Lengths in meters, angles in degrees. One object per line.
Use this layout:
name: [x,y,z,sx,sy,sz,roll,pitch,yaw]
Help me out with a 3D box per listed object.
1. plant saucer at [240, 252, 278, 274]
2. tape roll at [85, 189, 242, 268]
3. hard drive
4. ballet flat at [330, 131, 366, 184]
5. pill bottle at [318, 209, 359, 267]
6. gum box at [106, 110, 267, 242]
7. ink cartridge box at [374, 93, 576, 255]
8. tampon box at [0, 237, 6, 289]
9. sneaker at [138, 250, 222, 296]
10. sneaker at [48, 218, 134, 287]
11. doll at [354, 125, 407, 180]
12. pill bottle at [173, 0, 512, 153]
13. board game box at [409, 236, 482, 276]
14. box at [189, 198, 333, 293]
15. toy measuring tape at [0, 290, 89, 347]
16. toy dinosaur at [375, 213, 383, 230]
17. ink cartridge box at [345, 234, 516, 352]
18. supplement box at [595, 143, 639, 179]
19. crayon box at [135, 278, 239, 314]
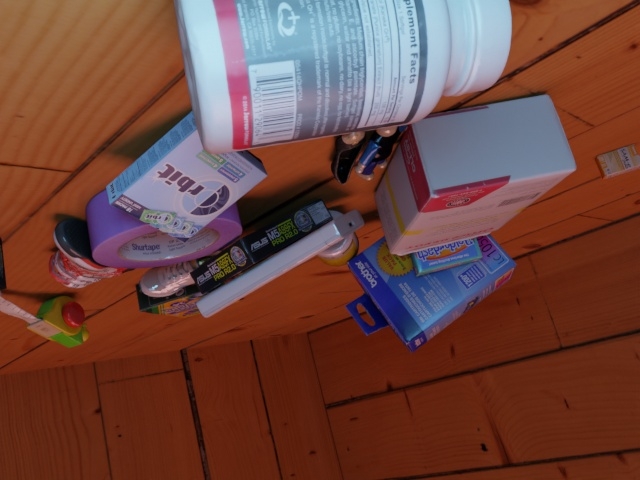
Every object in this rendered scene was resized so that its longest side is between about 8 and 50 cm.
plant saucer: [-0.142,0.038,1.587,0.188,0.045,0.188,-8,164,-27]
tape roll: [-0.290,-0.031,1.092,0.274,0.090,0.275,-14,166,-3]
hard drive: [-0.081,0.046,1.281,0.352,0.047,0.233,-30,180,18]
ballet flat: [0.054,-0.154,1.045,0.057,0.049,0.173,-15,166,-10]
pill bottle: [0.036,0.003,1.487,0.117,0.117,0.215,-16,165,6]
gum box: [-0.199,-0.089,0.879,0.184,0.041,0.157,-36,144,15]
ink cartridge box: [0.287,-0.116,1.197,0.278,0.161,0.385,-12,165,-9]
tampon box: [-0.619,0.030,0.967,0.120,0.102,0.161,-11,166,-12]
sneaker: [-0.346,0.075,1.470,0.228,0.088,0.092,-17,160,-19]
sneaker: [-0.487,0.037,1.150,0.144,0.090,0.270,-18,168,5]
doll: [0.103,-0.164,1.024,0.129,0.046,0.189,-44,172,-15]
pill bottle: [0.022,-0.198,0.595,0.318,0.177,0.176,-11,165,-13]
board game box: [0.280,-0.034,1.404,0.160,0.211,0.047,-14,166,-5]
box: [-0.128,0.011,1.292,0.216,0.060,0.270,-29,-179,45]
toy measuring tape: [-0.712,0.173,1.491,0.121,0.122,0.330,-18,143,14]
toy dinosaur: [0.214,-0.044,1.621,0.092,0.053,0.183,-17,166,15]
ink cartridge box: [0.257,0.098,1.497,0.395,0.270,0.151,-37,156,0]
supplement box: [0.798,-0.210,1.555,0.098,0.062,0.036,-19,164,13]
crayon box: [-0.380,0.164,1.755,0.202,0.083,0.323,-17,166,10]
